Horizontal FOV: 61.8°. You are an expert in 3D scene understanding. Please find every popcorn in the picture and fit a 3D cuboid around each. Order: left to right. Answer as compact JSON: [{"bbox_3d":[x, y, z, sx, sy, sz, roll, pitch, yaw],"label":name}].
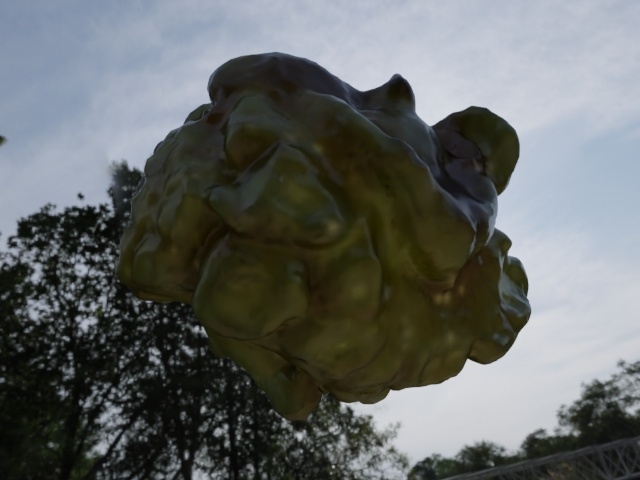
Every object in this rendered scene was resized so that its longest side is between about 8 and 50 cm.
[{"bbox_3d":[0.006,0.001,0.462,0.279,0.274,0.336,3,-7,41],"label":"popcorn"}]
